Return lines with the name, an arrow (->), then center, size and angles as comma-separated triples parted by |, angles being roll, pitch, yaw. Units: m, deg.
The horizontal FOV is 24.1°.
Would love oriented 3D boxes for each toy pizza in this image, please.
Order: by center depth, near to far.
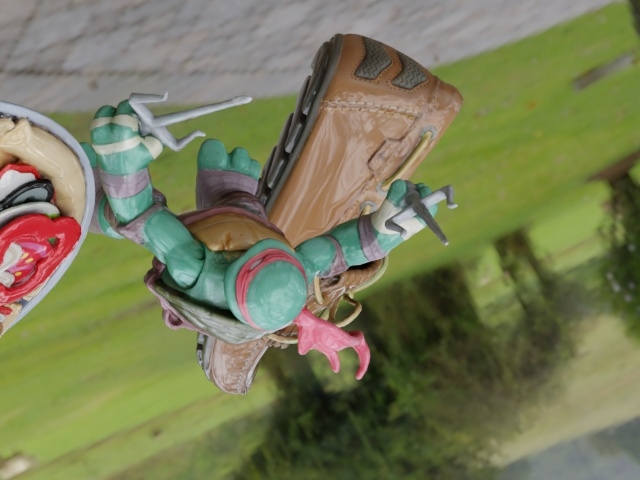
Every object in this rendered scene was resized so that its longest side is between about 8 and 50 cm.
toy pizza -> -0.181, 0.019, 0.613 | 0.201, 0.032, 0.201 | -26, 153, -15

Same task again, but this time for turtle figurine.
turtle figurine -> -0.046, -0.008, 0.751 | 0.175, 0.118, 0.234 | 21, -179, -27

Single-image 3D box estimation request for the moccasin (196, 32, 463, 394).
moccasin -> 0.000, -0.002, 1.262 | 0.139, 0.147, 0.380 | -81, -163, -56
